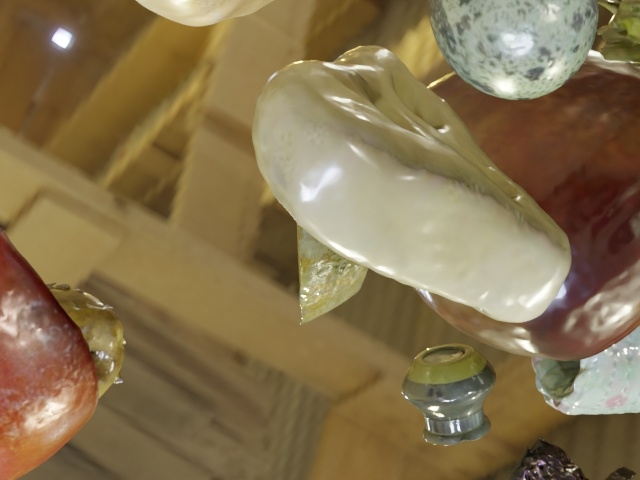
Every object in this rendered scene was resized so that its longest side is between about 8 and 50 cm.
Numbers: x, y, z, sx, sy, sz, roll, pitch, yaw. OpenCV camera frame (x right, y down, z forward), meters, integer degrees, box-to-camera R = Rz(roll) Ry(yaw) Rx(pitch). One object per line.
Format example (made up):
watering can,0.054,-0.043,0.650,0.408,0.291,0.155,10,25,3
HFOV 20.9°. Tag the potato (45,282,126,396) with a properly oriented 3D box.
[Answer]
potato,-0.357,0.152,1.918,0.140,0.300,0.173,95,-30,-59

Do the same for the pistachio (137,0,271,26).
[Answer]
pistachio,-0.076,-0.281,1.221,0.230,0.230,0.309,-45,-146,33

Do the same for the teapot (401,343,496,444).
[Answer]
teapot,0.173,0.206,2.378,0.166,0.130,0.119,-135,-147,-71

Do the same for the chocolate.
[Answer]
chocolate,0.207,0.184,1.211,0.147,0.072,0.070,6,-79,34

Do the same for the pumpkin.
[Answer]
pumpkin,0.017,-0.007,2.147,0.217,0.110,0.217,176,-90,-84

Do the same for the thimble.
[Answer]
thimble,0.376,0.132,2.319,0.211,0.149,0.185,-107,-158,-45

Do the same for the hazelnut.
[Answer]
hazelnut,0.273,-0.055,2.110,0.420,0.353,0.421,-23,-156,11

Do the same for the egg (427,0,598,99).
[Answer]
egg,0.149,-0.195,1.373,0.132,0.132,0.172,-33,-115,49

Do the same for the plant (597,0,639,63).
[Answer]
plant,0.401,-0.131,1.560,0.261,0.306,0.297,-17,-96,25

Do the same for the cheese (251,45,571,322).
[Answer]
cheese,0.034,-0.089,1.556,0.130,0.328,0.351,-52,-135,15

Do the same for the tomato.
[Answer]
tomato,-0.352,0.094,1.422,0.338,0.338,0.144,-34,-166,48
